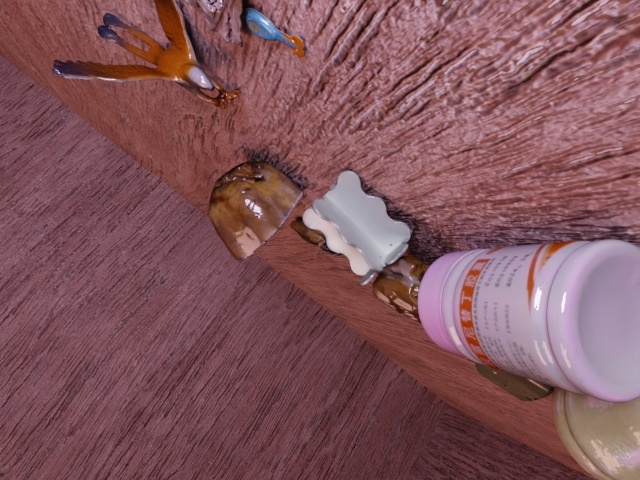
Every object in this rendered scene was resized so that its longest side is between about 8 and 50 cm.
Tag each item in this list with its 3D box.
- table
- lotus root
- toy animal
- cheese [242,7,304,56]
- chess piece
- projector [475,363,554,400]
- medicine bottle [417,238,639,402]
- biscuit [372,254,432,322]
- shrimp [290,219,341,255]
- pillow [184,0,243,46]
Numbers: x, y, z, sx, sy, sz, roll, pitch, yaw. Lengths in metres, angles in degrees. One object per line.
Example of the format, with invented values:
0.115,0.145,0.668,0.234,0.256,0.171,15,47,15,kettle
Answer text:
0.073,-0.032,0.876,0.198,0.166,0.166,45,165,-3,table
-0.185,-0.099,1.079,0.192,0.272,0.272,52,161,-17,lotus root
-0.316,-0.348,0.818,0.302,0.225,0.284,30,-172,-24,toy animal
-0.069,-0.303,0.600,0.111,0.017,0.047,34,168,9,cheese
0.542,0.254,0.601,0.234,0.234,0.442,31,160,20,chess piece
0.532,0.355,1.151,0.193,0.088,0.269,31,164,23,projector
0.316,0.108,0.642,0.202,0.202,0.316,39,165,-11,medicine bottle
0.278,0.146,0.940,0.366,0.115,0.268,29,172,-16,biscuit
-0.001,0.001,1.334,0.253,0.058,0.173,28,172,39,shrimp
-0.152,-0.362,0.534,0.135,0.049,0.248,45,163,-3,pillow
